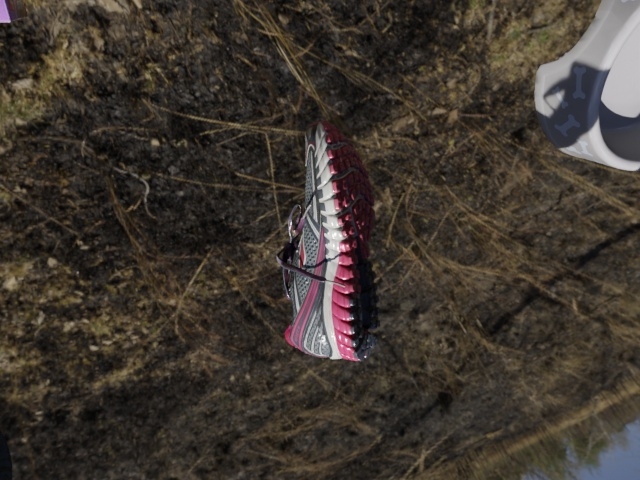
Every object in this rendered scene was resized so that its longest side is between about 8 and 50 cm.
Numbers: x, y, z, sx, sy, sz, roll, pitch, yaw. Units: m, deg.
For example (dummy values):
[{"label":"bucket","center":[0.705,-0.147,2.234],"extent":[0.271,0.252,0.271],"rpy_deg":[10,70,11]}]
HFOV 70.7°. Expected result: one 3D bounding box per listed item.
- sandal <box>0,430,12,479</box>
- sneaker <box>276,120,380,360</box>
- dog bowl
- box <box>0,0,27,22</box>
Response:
[{"label":"sandal","center":[-0.640,0.275,0.740],"extent":[0.168,0.445,0.107],"rpy_deg":[-15,170,-37]},{"label":"sneaker","center":[0.000,0.000,0.564],"extent":[0.112,0.298,0.121],"rpy_deg":[-2,178,27]},{"label":"dog bowl","center":[0.499,-0.257,0.652],"extent":[0.350,0.102,0.348],"rpy_deg":[-7,128,-10]},{"label":"box","center":[-0.340,-0.360,0.407],"extent":[0.057,0.201,0.292],"rpy_deg":[-11,120,-23]}]
